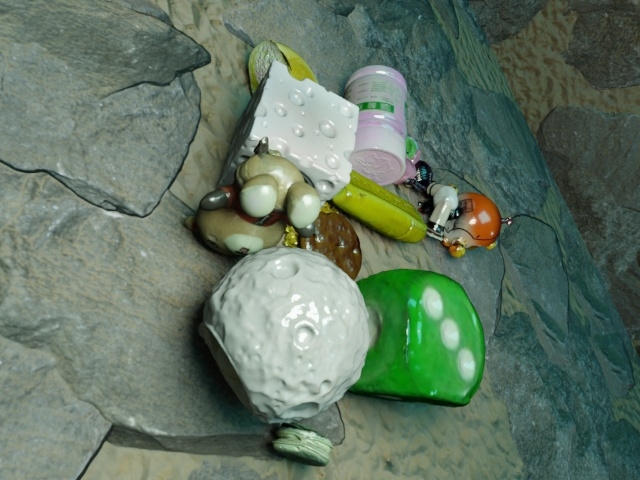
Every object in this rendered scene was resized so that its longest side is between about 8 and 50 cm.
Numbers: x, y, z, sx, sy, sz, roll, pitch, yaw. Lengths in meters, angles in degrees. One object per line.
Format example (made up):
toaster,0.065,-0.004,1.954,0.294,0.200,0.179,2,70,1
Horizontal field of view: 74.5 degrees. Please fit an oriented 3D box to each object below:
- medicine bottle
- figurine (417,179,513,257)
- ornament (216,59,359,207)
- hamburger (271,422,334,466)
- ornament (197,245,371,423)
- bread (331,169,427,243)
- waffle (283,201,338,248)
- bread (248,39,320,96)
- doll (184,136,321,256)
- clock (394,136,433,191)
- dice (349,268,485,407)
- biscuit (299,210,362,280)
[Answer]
medicine bottle,0.166,-0.358,1.322,0.212,0.212,0.326,23,61,-32
figurine,0.521,-0.084,1.531,0.323,0.196,0.320,19,56,-23
ornament,-0.078,-0.222,1.017,0.239,0.239,0.240,22,58,-22
hamburger,-0.038,0.434,0.897,0.140,0.133,0.062,84,20,-51
ornament,-0.060,0.171,0.835,0.337,0.337,0.337,16,64,-36
bread,0.164,-0.096,1.279,0.383,0.112,0.166,23,33,-33
waffle,0.000,0.000,1.154,0.228,0.051,0.232,-21,88,-40
bread,-0.084,-0.417,1.181,0.156,0.158,0.261,-23,89,-53
doll,-0.140,-0.070,0.869,0.235,0.330,0.174,8,64,-31
clock,0.309,-0.276,1.489,0.195,0.100,0.194,17,62,-37
dice,0.220,0.258,1.081,0.300,0.287,0.297,22,60,-32
biscuit,0.033,0.023,1.113,0.212,0.036,0.212,14,67,-35
